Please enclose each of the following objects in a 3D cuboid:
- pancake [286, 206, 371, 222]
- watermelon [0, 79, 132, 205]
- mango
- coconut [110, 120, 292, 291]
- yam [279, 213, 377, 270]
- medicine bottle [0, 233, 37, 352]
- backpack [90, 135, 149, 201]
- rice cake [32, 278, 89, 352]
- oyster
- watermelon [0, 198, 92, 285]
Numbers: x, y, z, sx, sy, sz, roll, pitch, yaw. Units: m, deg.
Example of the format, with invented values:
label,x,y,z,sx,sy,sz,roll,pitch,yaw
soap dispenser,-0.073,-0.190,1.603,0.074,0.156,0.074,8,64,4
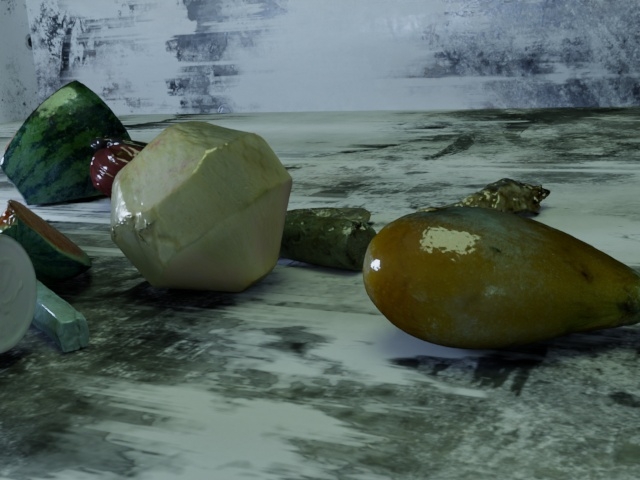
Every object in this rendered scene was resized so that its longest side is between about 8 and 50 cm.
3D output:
label,x,y,z,sx,sy,sz,roll,pitch,yaw
pancake,0.012,-0.039,1.582,0.158,0.028,0.158,-1,14,0
watermelon,-0.569,-0.154,2.038,0.250,0.293,0.283,42,62,16
mango,0.204,0.041,0.978,0.316,0.146,0.193,4,22,3
coconut,-0.161,-0.036,1.245,0.259,0.259,0.259,-4,14,1
yam,0.000,0.000,1.331,0.179,0.078,0.078,9,19,44
medicine bottle,-0.494,0.057,1.038,0.292,0.170,0.170,0,15,20
backpack,-0.388,-0.139,1.879,0.229,0.139,0.229,14,8,-2
rice cake,-0.354,0.087,1.136,0.042,0.045,0.245,-13,17,-30
oyster,0.277,-0.059,1.516,0.345,0.079,0.128,-18,11,-37
watermelon,-0.408,0.028,1.294,0.146,0.128,0.231,24,-2,-16
